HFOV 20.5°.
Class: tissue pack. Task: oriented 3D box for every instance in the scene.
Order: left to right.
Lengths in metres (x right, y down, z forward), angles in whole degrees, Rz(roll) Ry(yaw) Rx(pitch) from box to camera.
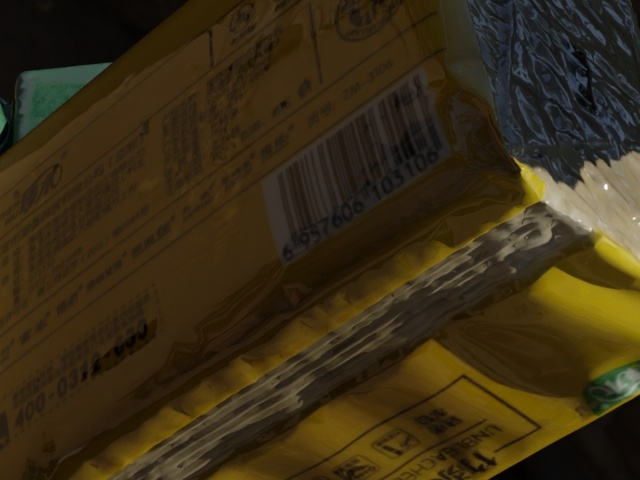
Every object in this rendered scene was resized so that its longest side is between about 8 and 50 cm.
[{"bbox_3d":[0.000,0.000,0.993,0.228,0.382,0.293,33,35,-38],"label":"tissue pack"}]

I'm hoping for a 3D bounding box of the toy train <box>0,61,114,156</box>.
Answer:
[{"bbox_3d":[-0.208,-0.010,1.340,0.202,0.266,0.145,-5,48,0],"label":"toy train"}]
